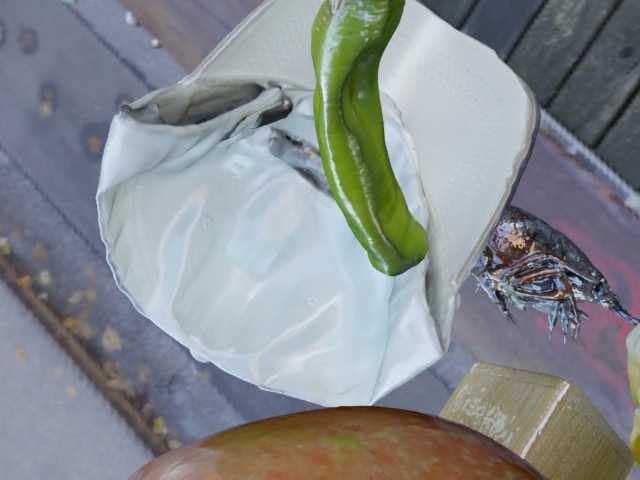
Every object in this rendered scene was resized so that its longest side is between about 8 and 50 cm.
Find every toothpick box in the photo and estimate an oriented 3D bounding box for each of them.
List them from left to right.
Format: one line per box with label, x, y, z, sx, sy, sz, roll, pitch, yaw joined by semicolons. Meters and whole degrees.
toothpick box;0.155;0.290;1.213;0.190;0.308;0.187;48;157;-25

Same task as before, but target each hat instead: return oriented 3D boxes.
hat;0.002;-0.052;0.875;0.258;0.301;0.168;37;157;-5

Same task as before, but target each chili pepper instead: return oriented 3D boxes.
chili pepper;0.023;-0.060;0.654;0.050;0.052;0.201;37;151;37

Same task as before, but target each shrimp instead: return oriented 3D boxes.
shrimp;0.280;0.043;1.663;0.372;0.172;0.137;39;90;-10

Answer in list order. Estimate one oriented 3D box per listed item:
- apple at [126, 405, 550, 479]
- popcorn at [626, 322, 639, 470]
apple;0.015;0.223;0.541;0.277;0.319;0.319;-38;78;46
popcorn;0.438;0.154;0.982;0.390;0.354;0.344;-25;102;28
